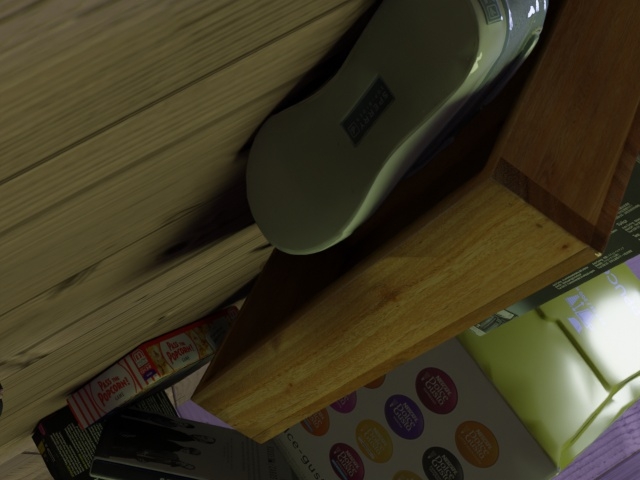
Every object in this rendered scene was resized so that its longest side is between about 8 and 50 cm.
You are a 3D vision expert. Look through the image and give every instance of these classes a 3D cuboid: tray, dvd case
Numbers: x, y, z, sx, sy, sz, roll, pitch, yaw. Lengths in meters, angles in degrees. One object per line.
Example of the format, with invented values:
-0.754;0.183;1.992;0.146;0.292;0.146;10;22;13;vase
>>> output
0.057;-0.010;0.717;0.411;0.076;0.203;-42;-163;56;tray
-0.145;0.259;1.311;0.179;0.238;0.030;-111;-145;-78;dvd case

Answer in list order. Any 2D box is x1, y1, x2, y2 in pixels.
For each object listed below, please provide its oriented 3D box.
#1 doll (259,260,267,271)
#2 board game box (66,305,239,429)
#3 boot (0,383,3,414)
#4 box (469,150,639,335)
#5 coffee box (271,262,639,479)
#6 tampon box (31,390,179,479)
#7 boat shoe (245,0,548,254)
0.000;0.000;1.047;0.129;0.046;0.189;-33;180;-11;doll
-0.192;0.152;1.331;0.147;0.045;0.193;-35;173;28;board game box
-0.293;0.207;0.872;0.198;0.137;0.077;-35;172;30;boot
0.200;-0.079;0.781;0.242;0.076;0.307;-58;-175;-24;box
0.153;0.130;1.286;0.338;0.338;0.334;-24;163;-46;coffee box
-0.280;0.252;1.441;0.161;0.101;0.120;-27;172;-27;tampon box
0.039;-0.064;0.582;0.081;0.079;0.227;-20;165;-38;boat shoe
